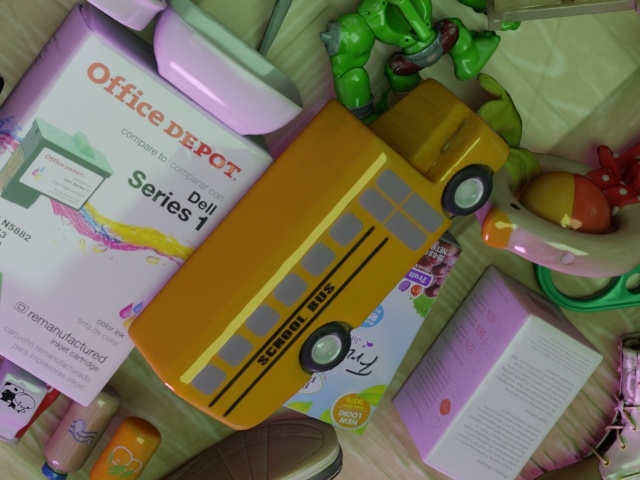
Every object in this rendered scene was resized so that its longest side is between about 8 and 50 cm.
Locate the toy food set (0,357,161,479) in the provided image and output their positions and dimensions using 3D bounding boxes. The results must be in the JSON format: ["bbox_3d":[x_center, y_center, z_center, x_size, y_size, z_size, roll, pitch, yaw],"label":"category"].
[{"bbox_3d":[-0.270,0.156,1.517,0.232,0.111,0.104,28,102,-22],"label":"toy food set"}]

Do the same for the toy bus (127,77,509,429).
[{"bbox_3d":[0.000,0.000,1.423,0.332,0.108,0.130,-48,132,4],"label":"toy bus"}]

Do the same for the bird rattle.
[{"bbox_3d":[0.219,-0.028,1.513,0.254,0.207,0.143,23,122,-9],"label":"bird rattle"}]

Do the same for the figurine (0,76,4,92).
[{"bbox_3d":[-0.393,-0.102,1.394,0.215,0.092,0.209,39,81,-35],"label":"figurine"}]

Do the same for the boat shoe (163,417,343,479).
[{"bbox_3d":[-0.099,0.264,1.602,0.285,0.103,0.092,-29,118,4],"label":"boat shoe"}]

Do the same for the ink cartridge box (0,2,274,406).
[{"bbox_3d":[-0.203,-0.032,1.460,0.201,0.117,0.278,35,98,-21],"label":"ink cartridge box"}]

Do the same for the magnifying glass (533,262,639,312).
[{"bbox_3d":[0.313,0.042,1.645,0.231,0.026,0.092,19,105,-15],"label":"magnifying glass"}]

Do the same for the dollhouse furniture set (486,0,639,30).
[{"bbox_3d":[0.237,-0.274,1.462,0.356,0.173,0.303,-4,132,5],"label":"dollhouse furniture set"}]

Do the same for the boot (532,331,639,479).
[{"bbox_3d":[0.297,0.178,1.661,0.213,0.077,0.165,-13,112,-12],"label":"boot"}]

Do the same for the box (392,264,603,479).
[{"bbox_3d":[0.163,0.132,1.587,0.091,0.130,0.170,30,102,-20],"label":"box"}]

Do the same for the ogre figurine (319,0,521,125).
[{"bbox_3d":[0.083,-0.180,1.479,0.197,0.097,0.118,-27,125,11],"label":"ogre figurine"}]

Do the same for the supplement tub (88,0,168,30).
[{"bbox_3d":[-0.112,-0.342,1.307,0.228,0.228,0.316,38,98,-21],"label":"supplement tub"}]

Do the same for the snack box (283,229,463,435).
[{"bbox_3d":[0.004,0.054,1.560,0.175,0.070,0.207,23,105,-18],"label":"snack box"}]

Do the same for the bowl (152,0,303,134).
[{"bbox_3d":[-0.086,-0.143,1.421,0.142,0.142,0.053,37,100,-15],"label":"bowl"}]

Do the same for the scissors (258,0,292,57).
[{"bbox_3d":[-0.003,-0.248,1.388,0.021,0.297,0.109,40,68,12],"label":"scissors"}]
